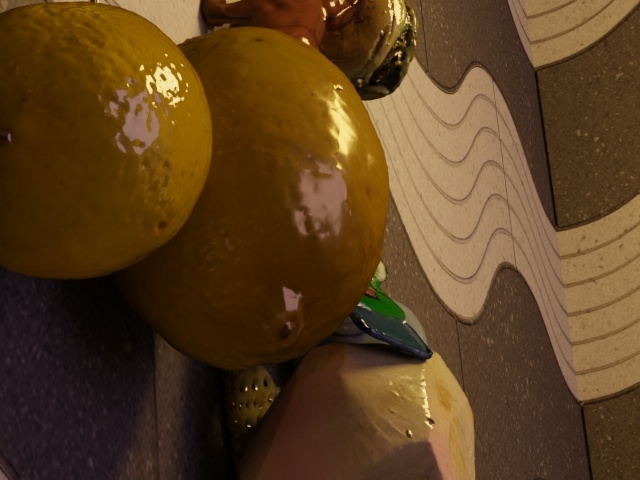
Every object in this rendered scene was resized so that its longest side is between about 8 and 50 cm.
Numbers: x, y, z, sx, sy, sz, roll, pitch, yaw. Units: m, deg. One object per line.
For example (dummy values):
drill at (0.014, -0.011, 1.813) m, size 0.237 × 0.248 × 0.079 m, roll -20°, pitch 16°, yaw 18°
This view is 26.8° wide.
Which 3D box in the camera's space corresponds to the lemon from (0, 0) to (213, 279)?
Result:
lemon at (-0.156, -0.064, 0.850) m, size 0.203 × 0.178 × 0.178 m, roll -31°, pitch 109°, yaw -72°

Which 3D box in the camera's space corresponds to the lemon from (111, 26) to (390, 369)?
lemon at (-0.059, -0.035, 1.029) m, size 0.263 × 0.236 × 0.236 m, roll -61°, pitch 137°, yaw -48°

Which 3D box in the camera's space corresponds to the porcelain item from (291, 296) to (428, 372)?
porcelain item at (0.050, 0.152, 1.392) m, size 0.141 × 0.141 × 0.259 m, roll -78°, pitch 159°, yaw -48°

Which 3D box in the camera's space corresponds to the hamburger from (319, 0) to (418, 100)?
hamburger at (0.035, -0.251, 1.526) m, size 0.131 × 0.159 × 0.185 m, roll 35°, pitch 66°, yaw -60°

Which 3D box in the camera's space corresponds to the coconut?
coconut at (0.032, 0.191, 1.169) m, size 0.237 × 0.197 × 0.237 m, roll -12°, pitch 90°, yaw -67°

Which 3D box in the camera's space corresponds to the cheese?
cheese at (0.000, 0.000, 1.225) m, size 0.204 × 0.083 × 0.320 m, roll 26°, pitch 16°, yaw -40°

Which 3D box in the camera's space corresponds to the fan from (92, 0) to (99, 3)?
fan at (-0.185, -0.246, 1.123) m, size 0.113 × 0.005 × 0.175 m, roll 47°, pitch 37°, yaw -57°

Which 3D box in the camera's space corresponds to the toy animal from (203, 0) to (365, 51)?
toy animal at (-0.038, -0.199, 1.290) m, size 0.312 × 0.157 × 0.097 m, roll -73°, pitch 146°, yaw -56°

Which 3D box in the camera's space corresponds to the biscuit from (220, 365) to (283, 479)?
biscuit at (-0.050, 0.204, 1.251) m, size 0.144 × 0.016 × 0.203 m, roll 6°, pitch 75°, yaw -69°
